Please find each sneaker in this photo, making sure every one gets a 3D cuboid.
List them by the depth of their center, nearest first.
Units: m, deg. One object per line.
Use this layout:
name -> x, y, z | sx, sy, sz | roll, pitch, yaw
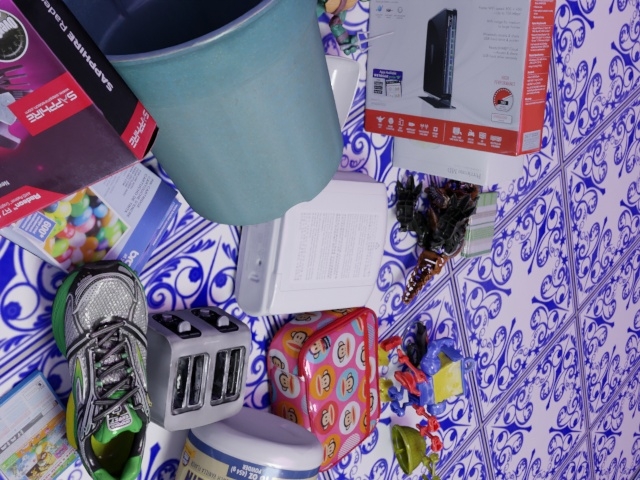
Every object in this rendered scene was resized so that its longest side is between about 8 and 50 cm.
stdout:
sneaker -> -0.283, 0.187, 1.166 | 0.134, 0.146, 0.343 | -11, 115, -26

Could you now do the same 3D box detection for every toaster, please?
toaster -> -0.211, 0.204, 1.330 | 0.168, 0.110, 0.186 | -2, 105, -46

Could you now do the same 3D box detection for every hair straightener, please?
hair straightener -> 0.223, 0.275, 1.870 | 0.089, 0.047, 0.230 | -35, 129, -34

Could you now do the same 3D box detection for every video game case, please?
video game case -> -0.413, 0.282, 1.209 | 0.119, 0.015, 0.166 | -43, 131, -30

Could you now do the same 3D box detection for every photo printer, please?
photo printer -> 0.000, 0.000, 1.490 | 0.307, 0.107, 0.256 | -1, 102, -48

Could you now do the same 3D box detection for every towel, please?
towel -> 0.366, -0.037, 1.945 | 0.113, 0.023, 0.152 | -8, 107, -48

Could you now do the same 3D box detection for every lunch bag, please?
lunch bag -> 0.023, 0.265, 1.608 | 0.258, 0.120, 0.293 | -26, 120, -45

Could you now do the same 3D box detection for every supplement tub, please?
supplement tub -> -0.141, 0.456, 1.402 | 0.228, 0.228, 0.316 | 15, 91, -49

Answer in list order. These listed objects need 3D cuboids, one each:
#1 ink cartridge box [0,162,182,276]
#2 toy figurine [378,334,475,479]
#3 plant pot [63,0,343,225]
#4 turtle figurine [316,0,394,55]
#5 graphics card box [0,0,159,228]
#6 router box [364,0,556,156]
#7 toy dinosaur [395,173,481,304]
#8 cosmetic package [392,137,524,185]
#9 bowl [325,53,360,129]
ink cartridge box -> -0.322, -0.046, 1.164 | 0.311, 0.065, 0.186 | 41, 73, -48
toy figurine -> 0.261, 0.335, 1.793 | 0.217, 0.191, 0.362 | -25, 122, -25
plant pot -> -0.129, -0.218, 1.136 | 0.341, 0.341, 0.334 | -49, 141, -25
turtle figurine -> 0.035, -0.393, 1.385 | 0.234, 0.118, 0.175 | -23, 138, -32
graphics card box -> -0.374, -0.196, 0.884 | 0.371, 0.232, 0.094 | 57, 24, -30
router box -> 0.230, -0.319, 1.462 | 0.082, 0.335, 0.301 | -15, 112, -44
toy dinosaur -> 0.255, -0.023, 1.741 | 0.218, 0.164, 0.322 | 49, 44, -61
cosmetic package -> 0.267, -0.238, 1.611 | 0.138, 0.224, 0.225 | -17, 115, -44
bowl -> -0.007, -0.249, 1.426 | 0.142, 0.053, 0.142 | -4, 118, -46
